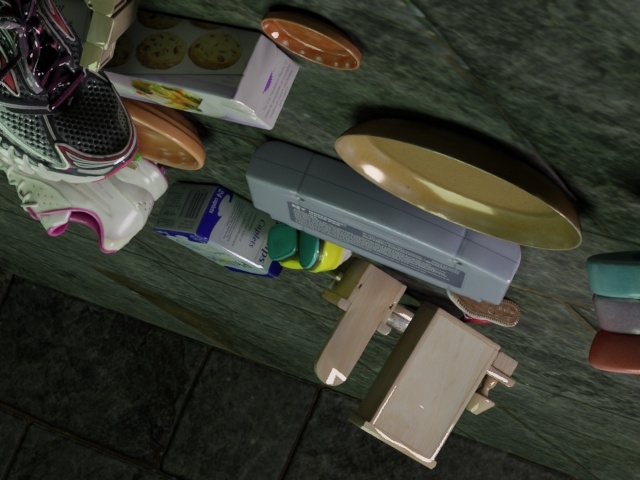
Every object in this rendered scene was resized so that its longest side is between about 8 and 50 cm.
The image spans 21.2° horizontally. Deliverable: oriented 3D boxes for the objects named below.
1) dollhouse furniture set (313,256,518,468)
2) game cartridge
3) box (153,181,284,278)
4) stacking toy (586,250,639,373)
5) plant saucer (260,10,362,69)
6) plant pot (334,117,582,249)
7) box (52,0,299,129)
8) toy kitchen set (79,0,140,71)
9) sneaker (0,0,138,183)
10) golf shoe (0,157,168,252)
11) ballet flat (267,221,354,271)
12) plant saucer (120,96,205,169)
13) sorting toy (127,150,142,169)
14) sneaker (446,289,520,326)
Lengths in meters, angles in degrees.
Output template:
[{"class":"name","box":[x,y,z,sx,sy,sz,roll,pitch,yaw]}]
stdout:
[{"class":"dollhouse furniture set","box":[0.057,0.139,2.195,0.303,0.174,0.355,33,176,-24]},{"class":"game cartridge","box":[0.066,-0.018,1.792,0.294,0.060,0.196,22,174,5]},{"class":"box","box":[-0.121,-0.013,2.182,0.137,0.072,0.126,28,170,-29]},{"class":"stacking toy","box":[0.375,0.036,1.324,0.279,0.130,0.309,-3,-177,-33]},{"class":"plant saucer","box":[-0.006,-0.157,1.325,0.083,0.013,0.083,23,170,4]},{"class":"plant pot","box":[0.126,-0.054,1.520,0.236,0.032,0.236,23,171,4]},{"class":"box","box":[-0.164,-0.163,1.502,0.324,0.067,0.063,17,167,38]},{"class":"toy kitchen set","box":[-0.191,-0.197,1.393,0.075,0.083,0.068,22,-148,5]},{"class":"sneaker","box":[-0.257,-0.164,1.391,0.112,0.121,0.299,-10,129,51]},{"class":"golf shoe","box":[-0.345,-0.091,2.089,0.306,0.140,0.115,24,172,1]},{"class":"ballet flat","box":[0.000,0.000,2.021,0.077,0.077,0.231,4,178,-16]},{"class":"plant saucer","box":[-0.213,-0.134,1.849,0.200,0.037,0.200,22,171,4]},{"class":"sorting toy","box":[-0.226,-0.100,1.917,0.083,0.012,0.062,22,166,28]},{"class":"sneaker","box":[0.177,0.073,2.047,0.118,0.042,0.067,28,166,-36]}]
